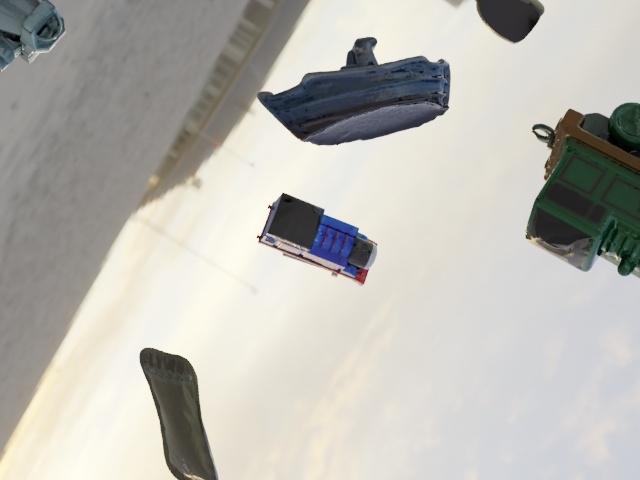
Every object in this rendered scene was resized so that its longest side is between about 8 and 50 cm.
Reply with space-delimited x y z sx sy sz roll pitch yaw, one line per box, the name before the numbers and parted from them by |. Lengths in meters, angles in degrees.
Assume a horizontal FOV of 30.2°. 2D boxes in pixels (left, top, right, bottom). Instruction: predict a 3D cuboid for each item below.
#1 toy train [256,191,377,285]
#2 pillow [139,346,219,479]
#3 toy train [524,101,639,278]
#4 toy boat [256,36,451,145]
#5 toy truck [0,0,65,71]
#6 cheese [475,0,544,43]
toy train | 0.000 0.000 2.015 0.131 0.204 0.082 138 -27 -72
pillow | -0.200 0.256 1.693 0.130 0.217 0.033 8 -154 44
toy train | 0.489 -0.045 1.803 0.249 0.429 0.178 -51 161 -25
toy boat | 0.056 -0.227 1.748 0.129 0.309 0.142 116 -42 -61
toy truck | -0.427 -0.317 1.462 0.108 0.257 0.140 -52 -174 -16
cheese | 0.265 -0.375 1.861 0.086 0.162 0.036 -50 -162 38
